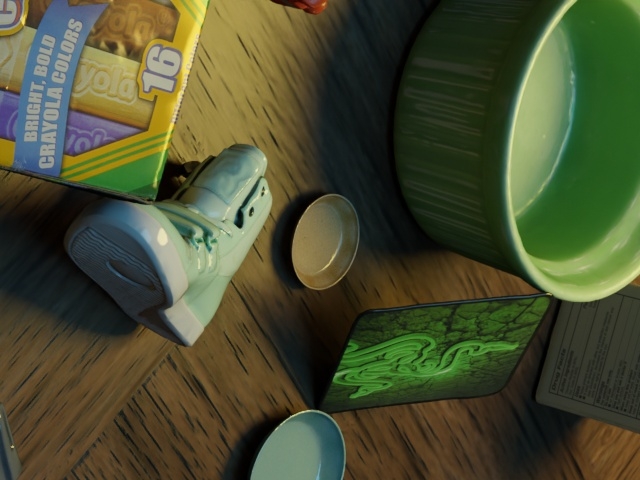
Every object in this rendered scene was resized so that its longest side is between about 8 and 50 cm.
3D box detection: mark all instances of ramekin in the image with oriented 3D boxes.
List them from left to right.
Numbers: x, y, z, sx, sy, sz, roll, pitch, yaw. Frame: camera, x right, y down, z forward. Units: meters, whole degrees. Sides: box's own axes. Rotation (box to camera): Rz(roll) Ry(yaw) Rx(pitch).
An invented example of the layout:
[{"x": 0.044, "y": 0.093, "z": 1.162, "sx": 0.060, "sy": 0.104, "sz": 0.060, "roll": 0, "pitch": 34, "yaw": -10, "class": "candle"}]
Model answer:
[{"x": 0.203, "y": -0.107, "z": 1.731, "sx": 0.303, "sy": 0.148, "sz": 0.303, "roll": -18, "pitch": 115, "yaw": -43, "class": "ramekin"}]

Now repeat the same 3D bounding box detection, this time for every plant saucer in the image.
[{"x": -0.026, "y": 0.202, "z": 1.673, "sx": 0.119, "sy": 0.021, "sz": 0.119, "roll": -17, "pitch": 115, "yaw": -43, "class": "plant saucer"}, {"x": 0.000, "y": 0.000, "z": 1.643, "sx": 0.083, "sy": 0.015, "sz": 0.083, "roll": -18, "pitch": 114, "yaw": -44, "class": "plant saucer"}]

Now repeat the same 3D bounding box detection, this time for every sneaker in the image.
[{"x": -0.104, "y": -0.024, "z": 1.414, "sx": 0.151, "sy": 0.094, "sz": 0.256, "roll": -61, "pitch": 169, "yaw": -12, "class": "sneaker"}]

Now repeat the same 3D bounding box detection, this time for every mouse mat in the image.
[{"x": 0.100, "y": 0.099, "z": 1.681, "sx": 0.190, "sy": 0.007, "sz": 0.152, "roll": -4, "pitch": 142, "yaw": -21, "class": "mouse mat"}]

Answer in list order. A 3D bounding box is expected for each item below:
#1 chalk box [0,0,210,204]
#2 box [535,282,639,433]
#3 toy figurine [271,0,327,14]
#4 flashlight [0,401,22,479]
[{"x": -0.238, "y": -0.146, "z": 1.215, "sx": 0.289, "sy": 0.180, "sz": 0.179, "roll": 15, "pitch": 91, "yaw": -50, "class": "chalk box"}, {"x": 0.378, "y": 0.134, "z": 1.873, "sx": 0.121, "sy": 0.311, "sz": 0.148, "roll": 16, "pitch": 91, "yaw": -48, "class": "box"}, {"x": 0.013, "y": -0.282, "z": 1.454, "sx": 0.213, "sy": 0.148, "sz": 0.209, "roll": -15, "pitch": 109, "yaw": -23, "class": "toy figurine"}, {"x": -0.233, "y": 0.252, "z": 1.402, "sx": 0.103, "sy": 0.103, "sz": 0.304, "roll": -29, "pitch": 123, "yaw": -37, "class": "flashlight"}]
